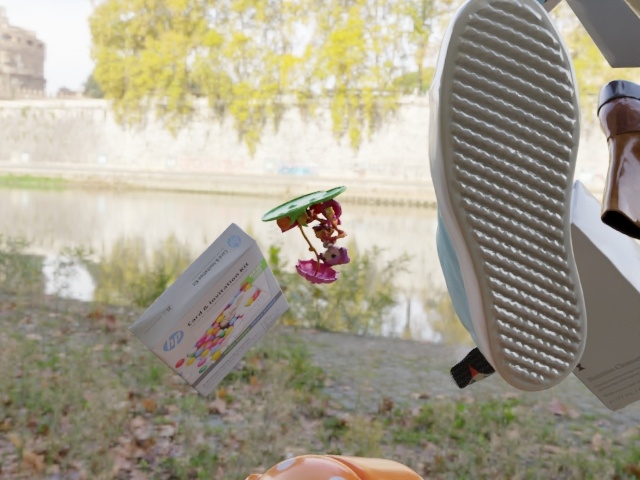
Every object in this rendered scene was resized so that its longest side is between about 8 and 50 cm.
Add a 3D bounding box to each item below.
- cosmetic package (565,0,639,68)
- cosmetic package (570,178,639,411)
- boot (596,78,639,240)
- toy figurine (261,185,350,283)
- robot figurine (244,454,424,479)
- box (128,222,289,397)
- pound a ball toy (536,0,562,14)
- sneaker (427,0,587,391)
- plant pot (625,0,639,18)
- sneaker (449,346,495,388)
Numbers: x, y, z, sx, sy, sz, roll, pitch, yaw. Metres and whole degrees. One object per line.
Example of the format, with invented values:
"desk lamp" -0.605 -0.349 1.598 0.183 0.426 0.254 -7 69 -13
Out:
"cosmetic package" 0.382 -0.423 0.952 0.097 0.285 0.377 11 -6 38
"cosmetic package" 0.495 0.104 1.372 0.217 0.385 0.156 -40 15 38
"boot" 0.543 -0.105 1.137 0.264 0.281 0.096 20 -38 -10
"toy figurine" 0.000 0.000 1.371 0.173 0.159 0.130 -17 13 28
"robot figurine" 0.022 0.239 0.613 0.128 0.158 0.219 -39 -34 19
"box" -0.108 0.080 0.801 0.038 0.145 0.186 37 -15 23
"pound a ball toy" 0.470 -0.505 1.347 0.208 0.136 0.319 24 -12 -5
"sneaker" 0.151 -0.044 0.710 0.135 0.366 0.150 -13 20 -12
"plant pot" 0.261 -0.154 0.357 0.274 0.257 0.256 36 13 12
"sneaker" 0.314 0.226 1.436 0.075 0.057 0.161 -19 -20 -35
